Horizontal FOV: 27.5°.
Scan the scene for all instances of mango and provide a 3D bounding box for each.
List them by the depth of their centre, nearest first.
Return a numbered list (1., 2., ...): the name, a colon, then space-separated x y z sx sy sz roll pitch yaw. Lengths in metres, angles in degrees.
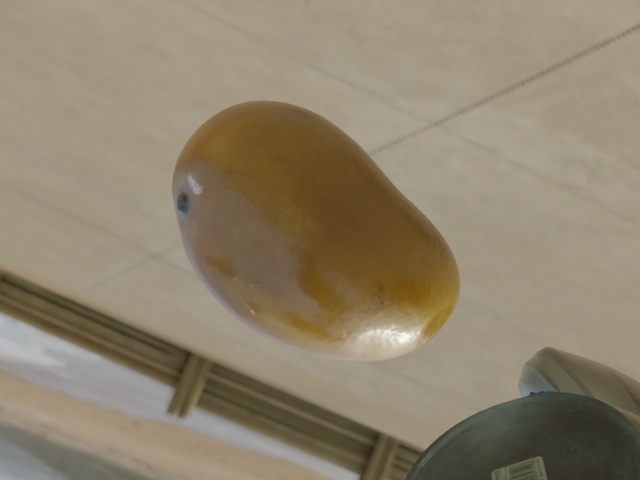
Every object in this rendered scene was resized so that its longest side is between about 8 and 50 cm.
1. mango: -0.006 0.003 1.031 0.254 0.175 0.139 41 151 -7

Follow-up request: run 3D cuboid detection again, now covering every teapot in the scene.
1. teapot: 0.143 0.201 0.739 0.171 0.203 0.225 -16 125 16

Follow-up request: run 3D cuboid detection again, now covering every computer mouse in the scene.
1. computer mouse: 0.309 0.195 1.268 0.331 0.095 0.197 27 -155 -52
